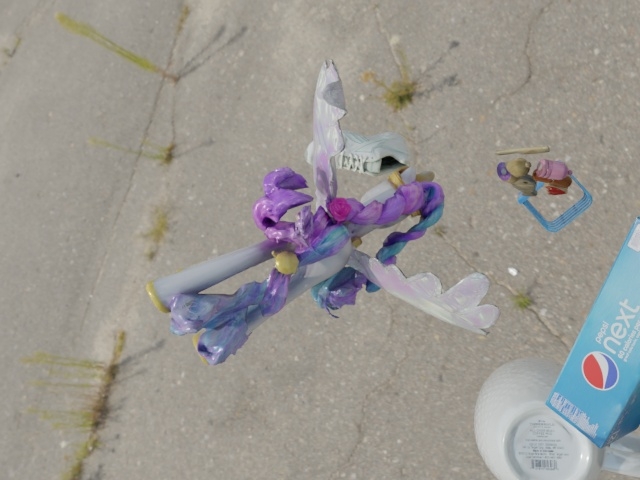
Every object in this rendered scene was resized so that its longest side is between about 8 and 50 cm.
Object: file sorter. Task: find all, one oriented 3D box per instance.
[{"bbox_3d":[0.502,-0.094,1.380,0.118,0.170,0.104,-43,84,19],"label":"file sorter"}]

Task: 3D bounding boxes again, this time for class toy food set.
[{"bbox_3d":[0.236,-0.067,0.699,0.078,0.122,0.019,0,73,36],"label":"toy food set"}]

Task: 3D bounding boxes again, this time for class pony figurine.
[{"bbox_3d":[0.000,0.000,0.727,0.364,0.351,0.302,-29,92,-2],"label":"pony figurine"}]

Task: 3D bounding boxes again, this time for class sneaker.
[{"bbox_3d":[0.055,-0.118,0.896,0.061,0.152,0.053,-105,15,-45],"label":"sneaker"}]

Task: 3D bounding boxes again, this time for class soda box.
[{"bbox_3d":[0.288,0.083,0.589,0.067,0.071,0.210,41,125,42],"label":"soda box"}]

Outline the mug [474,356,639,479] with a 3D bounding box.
[{"bbox_3d":[0.511,0.410,1.353,0.374,0.328,0.276,11,89,15],"label":"mug"}]
